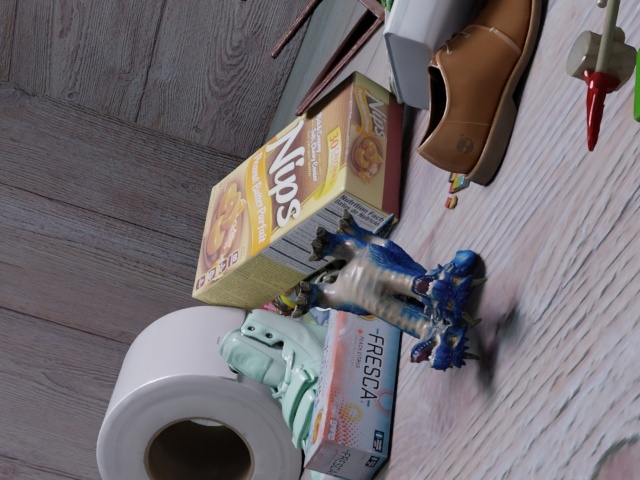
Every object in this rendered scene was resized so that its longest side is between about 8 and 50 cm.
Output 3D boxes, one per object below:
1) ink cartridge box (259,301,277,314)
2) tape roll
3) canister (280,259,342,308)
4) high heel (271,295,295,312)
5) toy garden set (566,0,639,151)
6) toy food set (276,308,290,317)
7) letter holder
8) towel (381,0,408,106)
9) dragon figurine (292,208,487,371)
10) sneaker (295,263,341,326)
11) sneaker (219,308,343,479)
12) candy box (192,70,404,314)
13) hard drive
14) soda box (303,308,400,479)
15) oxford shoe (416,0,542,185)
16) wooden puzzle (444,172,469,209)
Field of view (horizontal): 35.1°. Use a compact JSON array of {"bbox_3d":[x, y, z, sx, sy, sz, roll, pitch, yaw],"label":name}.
[{"bbox_3d":[-0.110,0.109,1.932,0.109,0.063,0.150,116,169,-48],"label":"ink cartridge box"},{"bbox_3d":[-0.144,0.227,1.269,0.169,0.246,0.246,-89,19,-65],"label":"tape roll"},{"bbox_3d":[0.000,0.000,1.398,0.126,0.073,0.169,-89,16,-59],"label":"canister"},{"bbox_3d":[-0.037,-0.024,1.576,0.186,0.093,0.261,-77,-9,-72],"label":"high heel"},{"bbox_3d":[0.195,-0.158,0.530,0.204,0.049,0.244,127,158,-62],"label":"toy garden set"},{"bbox_3d":[-0.064,0.121,1.751,0.078,0.019,0.122,117,167,-50],"label":"toy food set"},{"bbox_3d":[0.014,-0.322,1.255,0.214,0.152,0.302,-46,10,42],"label":"letter holder"},{"bbox_3d":[0.118,-0.314,1.076,0.325,0.038,0.247,71,-144,-72],"label":"towel"},{"bbox_3d":[0.069,0.037,0.802,0.289,0.144,0.085,-14,-58,-77],"label":"dragon figurine"},{"bbox_3d":[0.012,0.064,1.242,0.086,0.064,0.192,-58,15,31],"label":"sneaker"},{"bbox_3d":[-0.037,0.159,1.029,0.256,0.151,0.094,-95,25,-67],"label":"sneaker"},{"bbox_3d":[-0.031,-0.048,1.254,0.316,0.088,0.182,-35,39,43],"label":"candy box"},{"bbox_3d":[0.143,-0.317,0.951,0.233,0.047,0.353,41,-113,-79],"label":"hard drive"},{"bbox_3d":[0.033,0.128,0.935,0.058,0.063,0.183,116,169,-47],"label":"soda box"},{"bbox_3d":[0.132,-0.157,0.842,0.076,0.076,0.212,131,157,-74],"label":"oxford shoe"},{"bbox_3d":[0.128,-0.068,0.912,0.049,0.006,0.083,149,138,-78],"label":"wooden puzzle"}]
